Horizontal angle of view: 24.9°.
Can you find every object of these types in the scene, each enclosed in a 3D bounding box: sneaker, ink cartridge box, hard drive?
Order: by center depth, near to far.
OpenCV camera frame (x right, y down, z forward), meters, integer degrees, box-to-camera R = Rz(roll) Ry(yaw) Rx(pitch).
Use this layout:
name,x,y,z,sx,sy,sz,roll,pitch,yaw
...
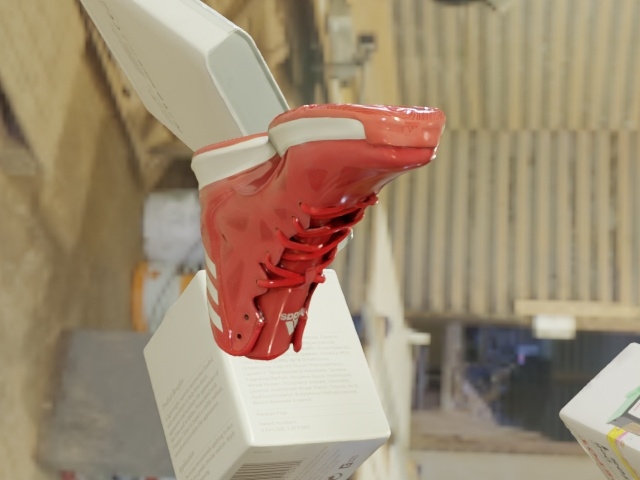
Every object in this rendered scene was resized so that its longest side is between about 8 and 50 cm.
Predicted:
name,x,y,z,sx,sy,sz,roll,pitch,yaw
sneaker,0.000,0.000,0.791,0.221,0.087,0.128,167,-79,-64
hard drive,-0.100,-0.124,1.126,0.307,0.040,0.203,40,-16,50
ink cartridge box,0.376,0.226,1.369,0.201,0.117,0.278,51,-9,-16

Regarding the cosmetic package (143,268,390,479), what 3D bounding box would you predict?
name,x,y,z,sx,sy,sz,roll,pitch,yaw
cosmetic package,-0.055,0.140,1.358,0.151,0.151,0.183,-51,-132,45
